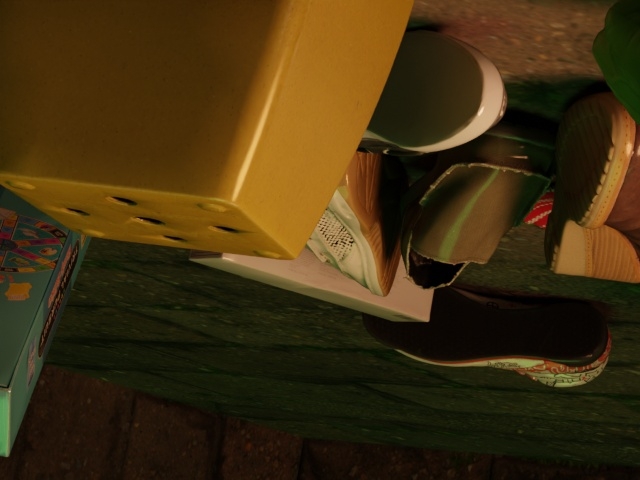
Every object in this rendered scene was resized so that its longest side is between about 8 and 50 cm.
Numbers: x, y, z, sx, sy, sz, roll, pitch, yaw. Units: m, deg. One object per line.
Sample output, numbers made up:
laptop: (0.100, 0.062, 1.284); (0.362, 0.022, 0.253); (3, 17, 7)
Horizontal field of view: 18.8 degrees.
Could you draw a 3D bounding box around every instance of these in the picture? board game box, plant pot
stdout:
board game box: (-0.349, 0.028, 1.670); (0.254, 0.336, 0.079); (10, 127, 2)
plant pot: (-0.080, -0.099, 1.090); (0.212, 0.187, 0.212); (7, 168, 15)

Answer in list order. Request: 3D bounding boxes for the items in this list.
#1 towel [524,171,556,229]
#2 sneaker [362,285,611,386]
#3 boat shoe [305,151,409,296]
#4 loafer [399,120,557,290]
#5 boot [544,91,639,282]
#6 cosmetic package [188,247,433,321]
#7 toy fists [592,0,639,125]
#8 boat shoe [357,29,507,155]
towel: (0.288, -0.008, 1.624); (0.275, 0.031, 0.199); (20, 165, -39)
sneaker: (0.187, 0.109, 2.139); (0.270, 0.090, 0.145); (5, 165, 13)
boat shoe: (0.011, -0.032, 1.596); (0.096, 0.098, 0.277); (7, 159, 15)
loafer: (0.121, -0.022, 1.505); (0.094, 0.087, 0.251); (11, 160, -7)
boot: (0.275, -0.044, 1.390); (0.207, 0.090, 0.248); (-6, 157, -3)
cosmetic package: (0.000, 0.000, 1.747); (0.239, 0.098, 0.060); (19, 168, -35)
toy fists: (0.258, -0.069, 1.099); (0.279, 0.096, 0.142); (21, -166, -48)
boat shoe: (0.060, -0.090, 1.304); (0.076, 0.080, 0.228); (10, 172, -34)
